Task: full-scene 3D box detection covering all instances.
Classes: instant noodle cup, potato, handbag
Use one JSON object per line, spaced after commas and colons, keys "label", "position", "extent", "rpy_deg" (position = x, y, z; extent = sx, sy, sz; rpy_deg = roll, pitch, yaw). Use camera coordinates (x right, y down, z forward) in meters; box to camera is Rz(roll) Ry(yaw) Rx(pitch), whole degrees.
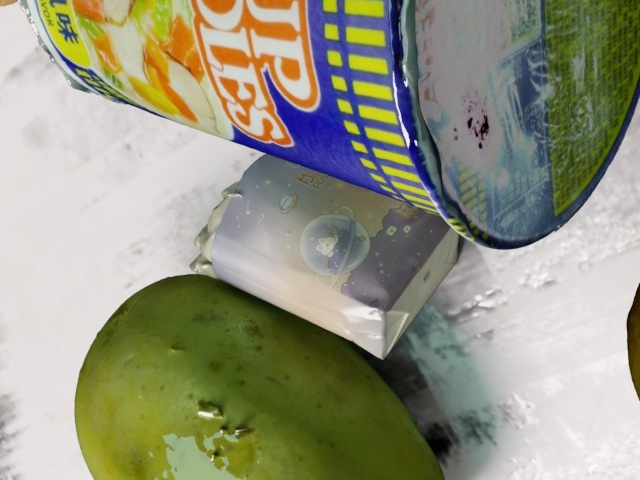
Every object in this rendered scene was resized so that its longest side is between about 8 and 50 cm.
{"label": "instant noodle cup", "position": [-0.002, -0.157, 0.587], "extent": [0.312, 0.284, 0.284], "rpy_deg": [14, 117, 36]}
{"label": "potato", "position": [-0.046, 0.158, 0.770], "extent": [0.304, 0.216, 0.216], "rpy_deg": [39, 126, 2]}
{"label": "handbag", "position": [0.000, 0.000, 0.728], "extent": [0.173, 0.117, 0.095], "rpy_deg": [21, 139, 25]}

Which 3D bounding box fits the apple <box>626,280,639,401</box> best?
{"label": "apple", "position": [0.270, 0.061, 0.565], "extent": [0.196, 0.157, 0.196], "rpy_deg": [14, 125, 21]}

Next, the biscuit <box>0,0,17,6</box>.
{"label": "biscuit", "position": [-0.240, -0.294, 0.804], "extent": [0.144, 0.040, 0.236], "rpy_deg": [43, 124, 15]}
